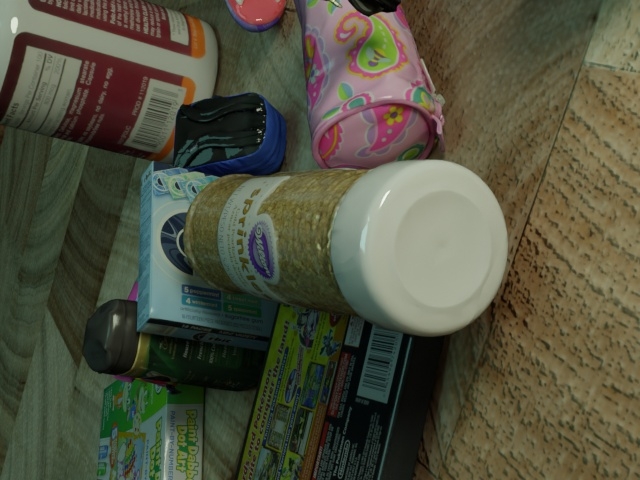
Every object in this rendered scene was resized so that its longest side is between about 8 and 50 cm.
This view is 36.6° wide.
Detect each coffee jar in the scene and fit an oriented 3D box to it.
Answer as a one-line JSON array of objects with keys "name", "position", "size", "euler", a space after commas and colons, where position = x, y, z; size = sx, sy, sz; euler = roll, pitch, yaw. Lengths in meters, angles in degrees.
[{"name": "coffee jar", "position": [-0.157, 0.113, 1.040], "size": [0.096, 0.184, 0.079], "euler": [-19, 62, 57]}]

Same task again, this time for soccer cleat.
[{"name": "soccer cleat", "position": [-0.095, -0.329, 1.238], "size": [0.095, 0.083, 0.248], "euler": [96, 161, -47]}]

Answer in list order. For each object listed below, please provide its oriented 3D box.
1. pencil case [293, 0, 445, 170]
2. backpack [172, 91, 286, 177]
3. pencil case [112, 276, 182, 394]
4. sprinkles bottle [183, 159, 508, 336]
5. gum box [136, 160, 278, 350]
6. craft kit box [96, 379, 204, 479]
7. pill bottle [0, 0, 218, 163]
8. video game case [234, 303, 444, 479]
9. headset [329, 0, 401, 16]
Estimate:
[{"name": "pencil case", "position": [0.035, -0.185, 0.889], "size": [0.124, 0.124, 0.284], "euler": [-48, 41, 43]}, {"name": "backpack", "position": [-0.097, -0.116, 1.119], "size": [0.120, 0.101, 0.098], "euler": [-12, 69, 25]}, {"name": "pencil case", "position": [-0.175, 0.061, 1.141], "size": [0.104, 0.104, 0.236], "euler": [-7, 60, 61]}, {"name": "sprinkles bottle", "position": [0.000, 0.000, 0.799], "size": [0.355, 0.121, 0.121], "euler": [4, 82, 62]}, {"name": "gum box", "position": [-0.114, 0.018, 1.031], "size": [0.041, 0.157, 0.184], "euler": [-41, 46, 48]}, {"name": "craft kit box", "position": [-0.222, 0.281, 1.234], "size": [0.246, 0.061, 0.250], "euler": [-34, 50, 49]}, {"name": "pill bottle", "position": [-0.362, -0.254, 1.344], "size": [0.224, 0.392, 0.224], "euler": [-33, 50, 53]}, {"name": "video game case", "position": [0.008, 0.156, 0.861], "size": [0.248, 0.035, 0.275], "euler": [1, 75, 61]}, {"name": "headset", "position": [0.147, -0.293, 0.649], "size": [0.394, 0.185, 0.243], "euler": [-39, 45, 34]}]
